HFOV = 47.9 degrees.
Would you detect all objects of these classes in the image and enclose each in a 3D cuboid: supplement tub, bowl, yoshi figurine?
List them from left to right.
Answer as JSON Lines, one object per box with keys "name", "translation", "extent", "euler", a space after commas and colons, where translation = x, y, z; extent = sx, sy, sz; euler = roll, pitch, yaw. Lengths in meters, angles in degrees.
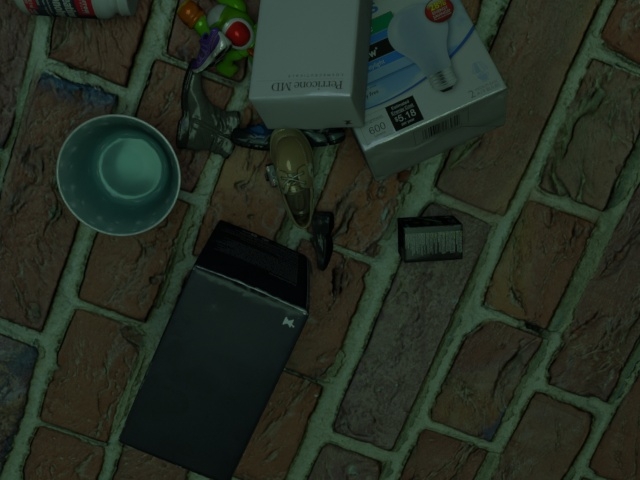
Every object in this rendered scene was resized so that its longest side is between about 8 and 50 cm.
{"name": "supplement tub", "translation": [-0.592, -0.637, 1.744], "extent": [0.272, 0.191, 0.191], "euler": [3, 104, -2]}
{"name": "bowl", "translation": [-0.509, -0.180, 1.880], "extent": [0.311, 0.163, 0.311], "euler": [-1, 105, -2]}
{"name": "yoshi figurine", "translation": [-0.171, -0.505, 1.831], "extent": [0.362, 0.203, 0.203], "euler": [41, 59, 3]}

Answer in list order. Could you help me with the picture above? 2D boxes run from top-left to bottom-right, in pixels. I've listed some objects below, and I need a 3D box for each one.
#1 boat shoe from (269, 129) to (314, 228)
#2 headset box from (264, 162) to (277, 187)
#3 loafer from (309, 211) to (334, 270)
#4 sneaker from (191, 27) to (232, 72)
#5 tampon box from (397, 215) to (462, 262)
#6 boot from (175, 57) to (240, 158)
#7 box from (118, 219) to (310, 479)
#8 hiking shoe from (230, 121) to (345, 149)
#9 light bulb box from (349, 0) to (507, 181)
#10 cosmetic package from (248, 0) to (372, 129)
{"name": "boat shoe", "translation": [-0.064, -0.160, 1.868], "extent": [0.109, 0.098, 0.302], "euler": [-9, 134, -2]}
{"name": "headset box", "translation": [-0.110, -0.183, 1.960], "extent": [0.083, 0.032, 0.062], "euler": [-14, 105, 0]}
{"name": "loafer", "translation": [0.000, 0.000, 2.004], "extent": [0.061, 0.062, 0.170], "euler": [8, 102, 19]}
{"name": "sneaker", "translation": [-0.271, -0.467, 1.759], "extent": [0.068, 0.170, 0.071], "euler": [-36, 96, -36]}
{"name": "tampon box", "translation": [0.299, -0.005, 1.973], "extent": [0.161, 0.120, 0.101], "euler": [-3, 104, -1]}
{"name": "boot", "translation": [-0.288, -0.346, 1.901], "extent": [0.161, 0.083, 0.246], "euler": [6, 104, -16]}
{"name": "box", "translation": [-0.246, 0.257, 1.844], "extent": [0.297, 0.472, 0.480], "euler": [23, 102, -8]}
{"name": "hiking shoe", "translation": [-0.088, -0.308, 1.901], "extent": [0.304, 0.113, 0.132], "euler": [-5, 94, -9]}
{"name": "light bulb box", "translation": [0.211, -0.395, 1.741], "extent": [0.358, 0.225, 0.361], "euler": [-24, 72, 4]}
{"name": "cosmetic package", "translation": [-0.011, -0.487, 1.609], "extent": [0.230, 0.161, 0.453], "euler": [1, 74, 13]}
